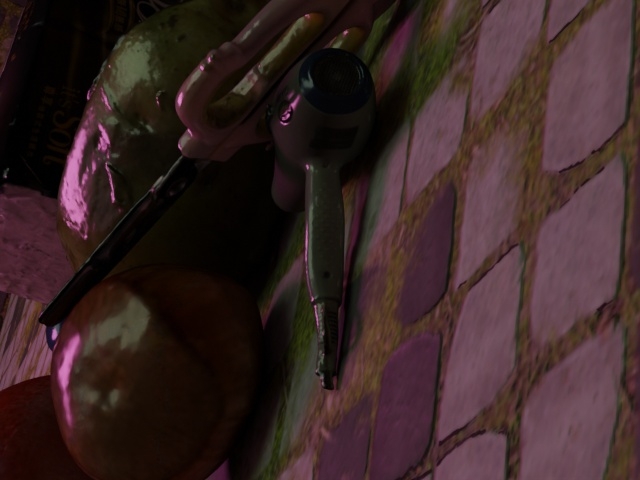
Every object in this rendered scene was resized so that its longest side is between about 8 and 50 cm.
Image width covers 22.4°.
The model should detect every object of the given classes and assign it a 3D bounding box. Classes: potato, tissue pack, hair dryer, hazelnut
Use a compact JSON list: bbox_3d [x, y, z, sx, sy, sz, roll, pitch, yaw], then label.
[{"bbox_3d":[-0.084,-0.036,1.126,0.111,0.160,0.272,55,130,42],"label":"potato"},{"bbox_3d":[-0.254,-0.130,1.735,0.210,0.198,0.370,122,160,-52],"label":"tissue pack"},{"bbox_3d":[-0.003,-0.005,0.979,0.167,0.067,0.199,133,138,-78],"label":"hair dryer"},{"bbox_3d":[-0.096,0.090,1.047,0.150,0.150,0.150,-162,90,-76],"label":"hazelnut"}]

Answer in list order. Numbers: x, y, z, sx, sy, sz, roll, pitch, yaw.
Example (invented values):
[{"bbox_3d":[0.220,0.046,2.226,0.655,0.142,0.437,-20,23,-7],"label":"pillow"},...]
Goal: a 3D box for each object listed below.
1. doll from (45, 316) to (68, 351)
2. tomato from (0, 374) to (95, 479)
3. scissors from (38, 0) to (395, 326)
[{"bbox_3d":[-0.268,0.073,1.802,0.102,0.088,0.179,-54,47,53],"label":"doll"},{"bbox_3d":[-0.276,0.237,1.336,0.338,0.143,0.338,-52,15,19],"label":"tomato"},{"bbox_3d":[-0.073,-0.053,1.009,0.317,0.024,0.160,-47,-19,17],"label":"scissors"}]
